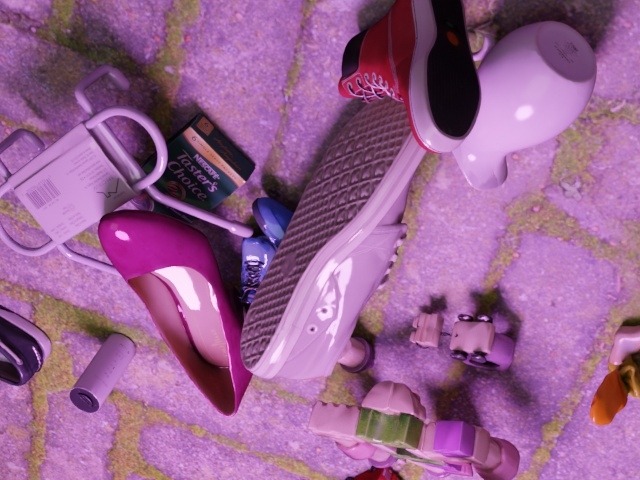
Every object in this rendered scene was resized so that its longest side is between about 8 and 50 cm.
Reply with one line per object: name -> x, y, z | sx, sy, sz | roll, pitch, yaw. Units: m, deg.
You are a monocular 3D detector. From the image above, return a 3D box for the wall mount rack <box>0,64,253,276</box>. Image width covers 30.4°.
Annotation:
wall mount rack -> -0.278, -0.060, 1.604 | 0.350, 0.130, 0.304 | -27, 105, 36

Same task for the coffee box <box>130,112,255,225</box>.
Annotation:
coffee box -> -0.190, -0.086, 1.648 | 0.113, 0.040, 0.184 | 46, 129, -14

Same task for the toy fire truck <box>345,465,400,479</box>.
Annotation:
toy fire truck -> 0.079, 0.452, 1.942 | 0.135, 0.047, 0.192 | 45, 128, -14

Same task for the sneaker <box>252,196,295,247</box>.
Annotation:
sneaker -> 0.000, 0.000, 1.624 | 0.209, 0.069, 0.082 | 42, 118, -12

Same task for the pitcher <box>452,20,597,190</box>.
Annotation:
pitcher -> 0.208, -0.179, 1.371 | 0.178, 0.125, 0.207 | 48, 141, 4

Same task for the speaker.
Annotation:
speaker -> -0.346, 0.211, 1.877 | 0.055, 0.136, 0.055 | 11, 129, 14

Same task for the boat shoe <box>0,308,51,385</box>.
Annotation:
boat shoe -> -0.599, 0.141, 1.958 | 0.302, 0.091, 0.114 | 23, 131, 4

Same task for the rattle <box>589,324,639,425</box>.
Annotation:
rattle -> 0.468, 0.191, 1.526 | 0.199, 0.143, 0.130 | 17, 112, 18

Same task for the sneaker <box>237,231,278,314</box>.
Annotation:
sneaker -> -0.087, 0.060, 1.695 | 0.063, 0.073, 0.162 | 7, 128, 18

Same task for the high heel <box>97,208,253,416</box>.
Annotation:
high heel -> -0.186, 0.100, 1.601 | 0.127, 0.181, 0.377 | -16, 149, 20

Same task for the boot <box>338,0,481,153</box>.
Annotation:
boot -> 0.090, -0.170, 1.347 | 0.088, 0.244, 0.176 | 26, 137, -32

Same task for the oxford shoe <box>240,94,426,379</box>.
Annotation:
oxford shoe -> 0.041, 0.000, 1.502 | 0.130, 0.169, 0.449 | 17, 117, -24

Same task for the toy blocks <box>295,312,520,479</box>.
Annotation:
toy blocks -> 0.158, 0.287, 1.708 | 0.288, 0.309, 0.260 | 1, 159, 36
